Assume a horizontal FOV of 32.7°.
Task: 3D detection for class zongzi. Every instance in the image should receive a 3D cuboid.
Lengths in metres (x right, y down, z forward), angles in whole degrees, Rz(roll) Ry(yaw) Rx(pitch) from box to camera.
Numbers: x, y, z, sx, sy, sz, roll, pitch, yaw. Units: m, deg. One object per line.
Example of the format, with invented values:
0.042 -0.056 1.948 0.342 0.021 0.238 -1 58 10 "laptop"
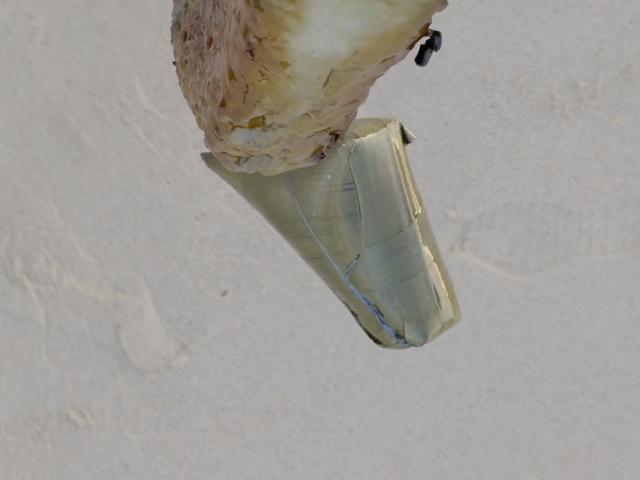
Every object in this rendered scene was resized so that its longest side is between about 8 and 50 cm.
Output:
0.000 0.000 1.069 0.115 0.256 0.228 -38 114 -44 "zongzi"

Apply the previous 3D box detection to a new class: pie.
-0.008 -0.171 0.421 0.092 0.315 0.315 6 104 -16 "pie"
